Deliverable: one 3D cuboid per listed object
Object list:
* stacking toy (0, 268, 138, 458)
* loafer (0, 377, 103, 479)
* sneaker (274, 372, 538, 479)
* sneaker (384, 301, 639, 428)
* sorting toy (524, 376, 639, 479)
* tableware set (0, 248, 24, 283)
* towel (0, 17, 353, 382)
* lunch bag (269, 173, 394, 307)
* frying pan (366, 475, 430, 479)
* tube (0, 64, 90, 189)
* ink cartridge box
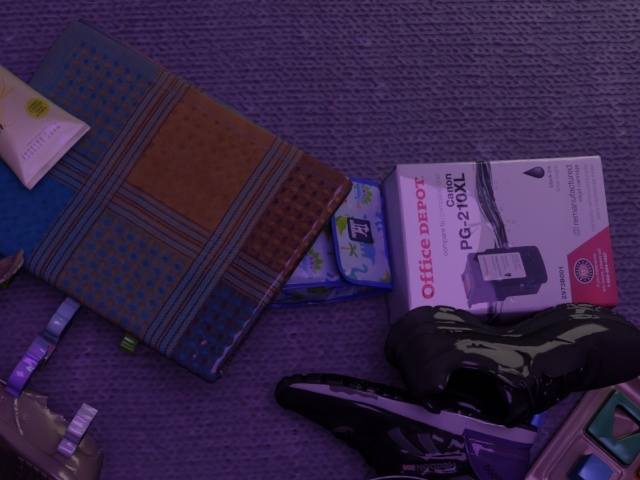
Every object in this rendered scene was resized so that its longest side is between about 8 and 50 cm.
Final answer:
[{"bbox_3d":[-0.281,0.103,1.518,0.167,0.052,0.221,30,40,-3],"label":"stacking toy"},{"bbox_3d":[-0.332,0.185,1.523,0.268,0.102,0.092,39,35,10],"label":"loafer"},{"bbox_3d":[0.082,0.223,1.581,0.283,0.107,0.124,14,90,-1],"label":"sneaker"},{"bbox_3d":[0.215,0.141,1.556,0.286,0.109,0.130,-3,34,-11],"label":"sneaker"},{"bbox_3d":[0.344,0.258,1.645,0.348,0.047,0.196,41,75,0],"label":"sorting toy"},{"bbox_3d":[-0.380,0.061,1.501,0.169,0.141,0.020,-17,115,25],"label":"tableware set"},{"bbox_3d":[-0.188,-0.048,1.571,0.370,0.040,0.271,31,74,15],"label":"towel"},{"bbox_3d":[0.000,0.000,1.615,0.151,0.096,0.128,-3,73,-14],"label":"lunch bag"},{"bbox_3d":[0.028,0.370,1.561,0.326,0.053,0.197,-40,105,10],"label":"frying pan"},{"bbox_3d":[-0.359,-0.161,1.579,0.240,0.062,0.070,40,119,13],"label":"tube"},{"bbox_3d":[0.192,0.004,1.645,0.237,0.100,0.172,-3,78,-10],"label":"ink cartridge box"}]
